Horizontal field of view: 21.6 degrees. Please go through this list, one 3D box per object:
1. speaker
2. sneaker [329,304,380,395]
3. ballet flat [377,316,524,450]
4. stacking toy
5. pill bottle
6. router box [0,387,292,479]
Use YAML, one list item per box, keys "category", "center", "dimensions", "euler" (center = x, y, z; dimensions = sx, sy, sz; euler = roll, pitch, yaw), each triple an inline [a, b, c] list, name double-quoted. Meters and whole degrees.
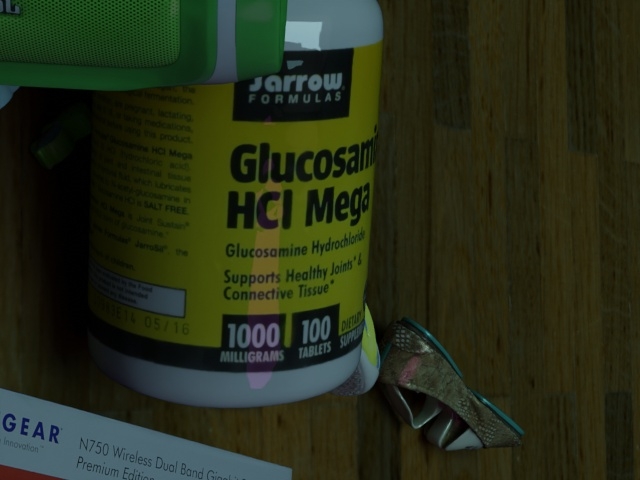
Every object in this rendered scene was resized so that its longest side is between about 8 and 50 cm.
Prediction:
- category: "speaker"
  center: [-0.167, -0.153, 0.923]
  dimensions: [0.131, 0.297, 0.131]
  euler: [3, 90, -89]
- category: "sneaker"
  center: [0.000, 0.000, 1.300]
  dimensions: [0.126, 0.091, 0.240]
  euler: [-51, 125, -43]
- category: "ballet flat"
  center: [0.105, 0.141, 1.459]
  dimensions: [0.067, 0.073, 0.206]
  euler: [-52, 128, -7]
- category: "stacking toy"
  center: [-0.230, -0.068, 1.035]
  dimensions: [0.167, 0.052, 0.221]
  euler: [59, 44, -31]
- category: "pill bottle"
  center: [-0.056, -0.075, 1.093]
  dimensions: [0.188, 0.188, 0.334]
  euler: [-18, 116, -52]
- category: "router box"
  center: [-0.164, 0.264, 1.064]
  dimensions: [0.335, 0.082, 0.301]
  euler: [25, 67, -49]
